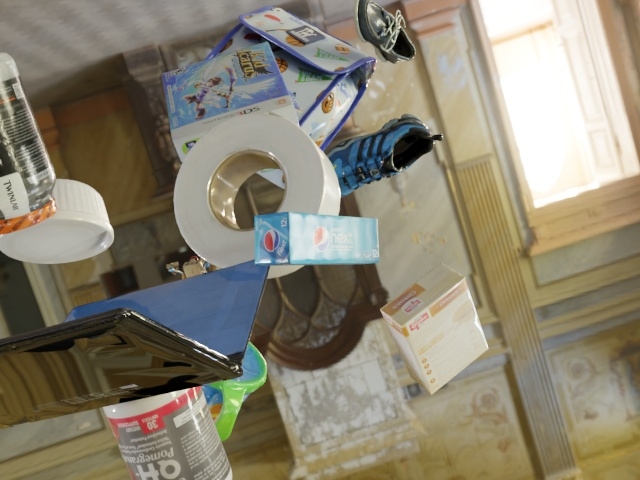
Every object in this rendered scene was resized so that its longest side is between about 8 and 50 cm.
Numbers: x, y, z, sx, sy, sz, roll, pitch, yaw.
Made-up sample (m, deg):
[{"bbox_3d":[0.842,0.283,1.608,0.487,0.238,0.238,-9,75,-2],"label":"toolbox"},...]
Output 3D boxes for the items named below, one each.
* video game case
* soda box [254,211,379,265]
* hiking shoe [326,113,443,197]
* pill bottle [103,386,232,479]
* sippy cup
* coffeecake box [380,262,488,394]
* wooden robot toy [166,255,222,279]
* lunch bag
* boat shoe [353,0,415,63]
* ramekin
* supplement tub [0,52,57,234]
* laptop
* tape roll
[{"bbox_3d":[-0.193,-0.294,1.403,0.244,0.061,0.269,-17,-135,-4],"label":"video game case"},{"bbox_3d":[0.000,0.000,0.987,0.067,0.071,0.210,-4,177,38],"label":"soda box"},{"bbox_3d":[0.118,-0.184,1.541,0.304,0.113,0.132,-34,-153,0],"label":"hiking shoe"},{"bbox_3d":[-0.268,0.405,1.264,0.176,0.318,0.176,-17,-170,3],"label":"pill bottle"},{"bbox_3d":[-0.291,0.377,1.769,0.224,0.240,0.305,-59,176,20],"label":"sippy cup"},{"bbox_3d":[0.204,0.156,1.196,0.142,0.185,0.068,-35,-144,-14],"label":"coffeecake box"},{"bbox_3d":[-0.288,0.082,1.646,0.173,0.079,0.076,-7,-162,14],"label":"wooden robot toy"},{"bbox_3d":[-0.097,-0.374,1.645,0.385,0.328,0.239,-51,162,-17],"label":"lunch bag"},{"bbox_3d":[0.144,-0.461,1.508,0.079,0.095,0.254,10,170,26],"label":"boat shoe"},{"bbox_3d":[-0.662,-0.049,1.702,0.273,0.127,0.273,-11,158,-4],"label":"ramekin"},{"bbox_3d":[-0.673,-0.193,1.381,0.207,0.337,0.207,-11,-159,4],"label":"supplement tub"},{"bbox_3d":[-0.307,0.097,0.909,0.382,0.236,0.408,-15,153,15],"label":"laptop"},{"bbox_3d":[-0.111,-0.078,1.206,0.286,0.286,0.100,-16,163,15],"label":"tape roll"}]
